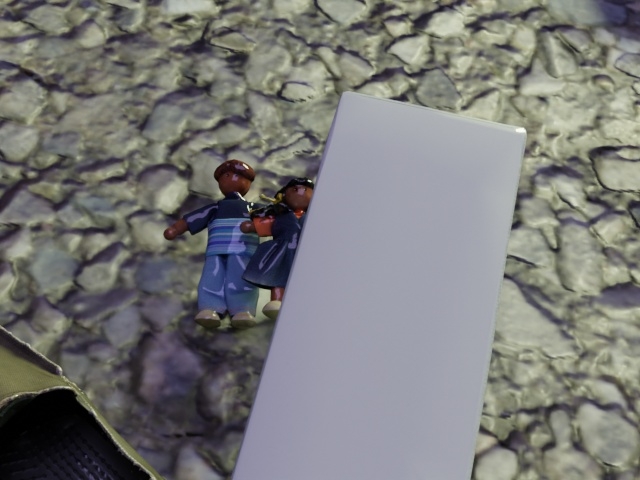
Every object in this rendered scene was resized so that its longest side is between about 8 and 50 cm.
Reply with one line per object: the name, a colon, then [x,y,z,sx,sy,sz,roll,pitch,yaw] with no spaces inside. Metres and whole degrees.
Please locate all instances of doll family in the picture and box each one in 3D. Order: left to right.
doll family: [0.000,0.000,0.877,0.193,0.076,0.111,5,72,-10]

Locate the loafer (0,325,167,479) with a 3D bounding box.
loafer: [-0.168,0.096,0.774,0.251,0.087,0.094,33,56,17]

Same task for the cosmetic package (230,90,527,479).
cosmetic package: [0.001,0.167,0.621,0.097,0.284,0.377,14,52,2]
